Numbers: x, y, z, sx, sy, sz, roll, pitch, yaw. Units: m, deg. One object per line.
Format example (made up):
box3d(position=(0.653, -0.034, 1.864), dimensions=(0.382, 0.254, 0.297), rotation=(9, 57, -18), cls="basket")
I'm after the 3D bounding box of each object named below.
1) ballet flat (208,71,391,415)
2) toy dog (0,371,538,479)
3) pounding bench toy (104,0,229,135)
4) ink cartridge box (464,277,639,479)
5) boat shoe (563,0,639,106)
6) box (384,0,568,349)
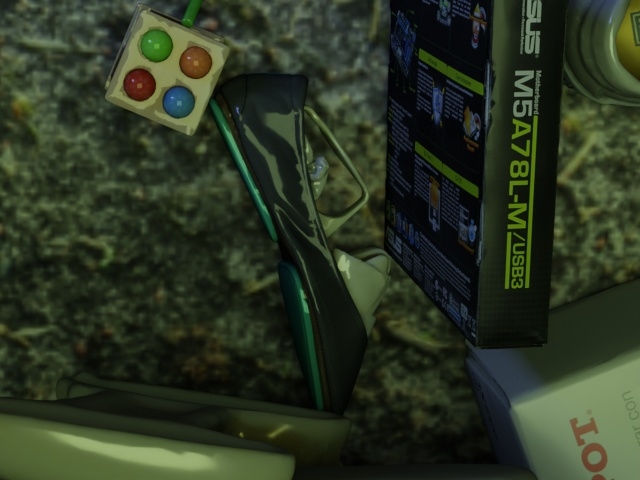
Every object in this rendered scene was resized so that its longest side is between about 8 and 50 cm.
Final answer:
box3d(position=(0.000, 0.000, 0.984), dimensions=(0.074, 0.074, 0.203), rotation=(-19, 100, -3), cls="ballet flat")
box3d(position=(-0.037, 0.293, 0.880), dimensions=(0.395, 0.284, 0.408), rotation=(10, 90, -1), cls="toy dog")
box3d(position=(-0.077, -0.107, 0.954), dimensions=(0.052, 0.065, 0.083), rotation=(22, 97, -11), cls="pounding bench toy")
box3d(position=(0.266, 0.120, 1.009), dimensions=(0.307, 0.129, 0.223), rotation=(-20, 103, -3), cls="ink cartridge box")
box3d(position=(0.309, -0.152, 0.947), dimensions=(0.367, 0.156, 0.136), rotation=(-13, 103, -4), cls="boat shoe")
box3d(position=(0.075, -0.059, 0.913), dimensions=(0.045, 0.191, 0.184), rotation=(0, 104, -12), cls="box")
